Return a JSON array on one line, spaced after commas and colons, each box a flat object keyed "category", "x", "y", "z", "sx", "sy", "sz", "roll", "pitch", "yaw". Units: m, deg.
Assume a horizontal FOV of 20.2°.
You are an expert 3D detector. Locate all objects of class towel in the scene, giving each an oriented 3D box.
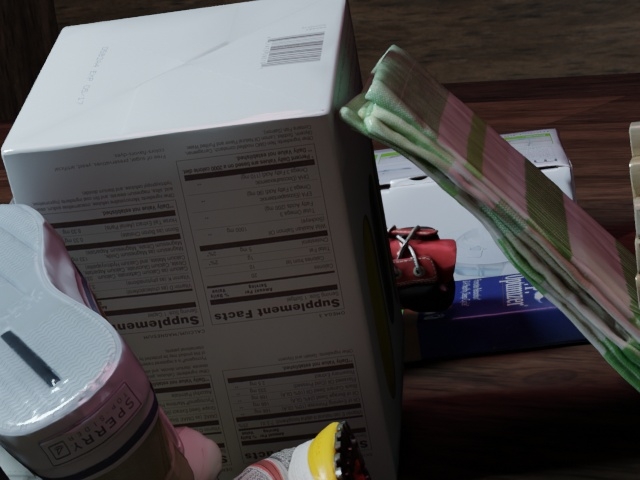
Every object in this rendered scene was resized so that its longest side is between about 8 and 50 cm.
[{"category": "towel", "x": 0.149, "y": 0.005, "z": 1.126, "sx": 0.038, "sy": 0.325, "sz": 0.248, "roll": -48, "pitch": 3, "yaw": 13}]

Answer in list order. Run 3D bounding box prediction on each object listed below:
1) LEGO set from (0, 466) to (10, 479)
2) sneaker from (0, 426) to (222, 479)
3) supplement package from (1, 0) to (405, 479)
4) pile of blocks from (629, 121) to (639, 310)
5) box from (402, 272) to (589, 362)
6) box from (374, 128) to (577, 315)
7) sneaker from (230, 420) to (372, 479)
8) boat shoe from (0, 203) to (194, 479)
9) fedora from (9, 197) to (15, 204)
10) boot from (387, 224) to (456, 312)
[{"category": "LEGO set", "x": -0.219, "y": 0.197, "z": 0.776, "sx": 0.331, "sy": 0.192, "sz": 0.255, "roll": 0, "pitch": 41, "yaw": 40}, {"category": "sneaker", "x": -0.209, "y": 0.128, "z": 1.000, "sx": 0.305, "sy": 0.152, "sz": 0.114, "roll": -11, "pitch": 9, "yaw": 10}, {"category": "supplement package", "x": -0.061, "y": 0.006, "z": 1.155, "sx": 0.198, "sy": 0.263, "sz": 0.199, "roll": -7, "pitch": 28, "yaw": 8}, {"category": "pile of blocks", "x": 0.335, "y": 0.021, "z": 0.984, "sx": 0.362, "sy": 0.149, "sz": 0.112, "roll": 19, "pitch": 16, "yaw": 7}, {"category": "box", "x": 0.179, "y": 0.054, "z": 1.449, "sx": 0.225, "sy": 0.037, "sz": 0.136, "roll": -6, "pitch": 11, "yaw": 6}, {"category": "box", "x": 0.099, "y": -0.016, "z": 1.629, "sx": 0.262, "sy": 0.127, "sz": 0.231, "roll": -7, "pitch": 11, "yaw": 5}, {"category": "sneaker", "x": -0.022, "y": 0.168, "z": 0.926, "sx": 0.092, "sy": 0.088, "sz": 0.225, "roll": -22, "pitch": 6, "yaw": 10}, {"category": "boat shoe", "x": -0.154, "y": 0.067, "z": 0.935, "sx": 0.109, "sy": 0.094, "sz": 0.302, "roll": -32, "pitch": 28, "yaw": -10}, {"category": "fedora", "x": -0.157, "y": 0.032, "z": 1.458, "sx": 0.124, "sy": 0.244, "sz": 0.275, "roll": 21, "pitch": -10, "yaw": -38}, {"category": "boot", "x": 0.000, "y": 0.000, "z": 1.341, "sx": 0.176, "sy": 0.088, "sz": 0.244, "roll": -10, "pitch": -26, "yaw": 28}]
